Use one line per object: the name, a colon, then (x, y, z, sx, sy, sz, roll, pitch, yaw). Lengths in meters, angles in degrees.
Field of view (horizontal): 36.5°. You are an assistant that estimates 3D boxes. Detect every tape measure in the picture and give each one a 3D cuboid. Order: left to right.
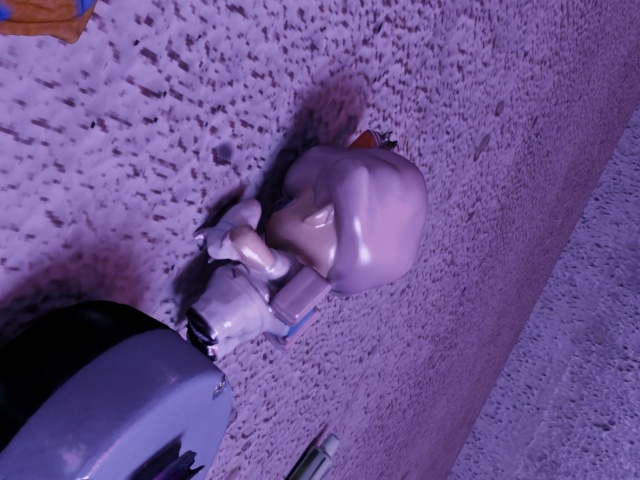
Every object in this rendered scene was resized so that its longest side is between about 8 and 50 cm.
tape measure: (-0.126, 0.124, 0.500, 0.182, 0.107, 0.181, -37, 155, -46)

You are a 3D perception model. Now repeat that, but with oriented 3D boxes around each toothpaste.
toothpaste: (-0.040, 0.290, 1.045, 0.204, 0.031, 0.049, -50, 156, -26)

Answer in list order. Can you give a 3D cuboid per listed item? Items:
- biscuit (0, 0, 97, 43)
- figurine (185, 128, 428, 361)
biscuit: (-0.096, -0.153, 0.322, 0.280, 0.043, 0.183, -56, 163, -9)
figurine: (0.000, 0.000, 0.661, 0.229, 0.112, 0.137, -40, 157, -27)
